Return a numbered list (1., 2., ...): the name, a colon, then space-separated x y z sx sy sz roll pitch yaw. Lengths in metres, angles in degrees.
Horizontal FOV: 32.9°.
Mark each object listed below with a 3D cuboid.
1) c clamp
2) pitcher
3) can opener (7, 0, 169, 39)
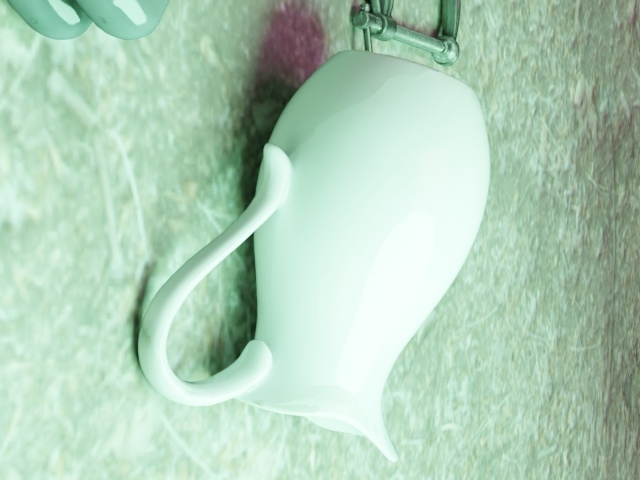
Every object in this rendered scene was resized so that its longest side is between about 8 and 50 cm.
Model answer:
1. c clamp: 0.064 -0.161 0.763 0.160 0.022 0.137 -10 96 -58
2. pitcher: 0.000 0.000 0.581 0.177 0.125 0.207 20 86 -43
3. can opener: -0.051 -0.199 0.503 0.093 0.074 0.280 57 46 -46
